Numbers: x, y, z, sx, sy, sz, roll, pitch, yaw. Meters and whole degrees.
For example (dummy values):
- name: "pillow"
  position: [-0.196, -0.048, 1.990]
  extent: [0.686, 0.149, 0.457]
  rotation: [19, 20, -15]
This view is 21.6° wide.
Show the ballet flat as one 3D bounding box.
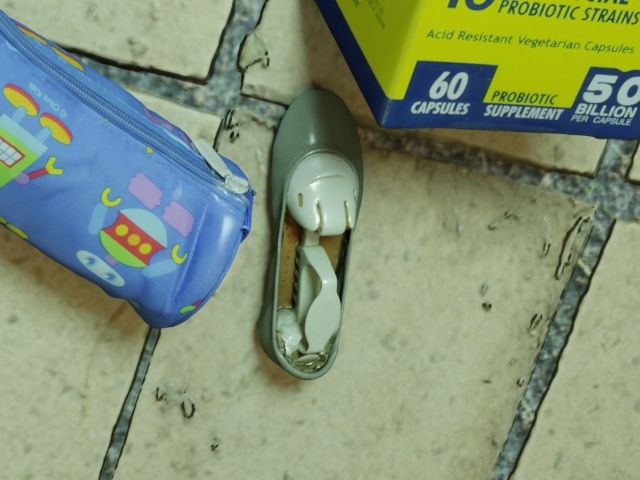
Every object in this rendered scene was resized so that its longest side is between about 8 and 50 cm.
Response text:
- name: "ballet flat"
  position: [0.000, 0.000, 1.203]
  extent: [0.072, 0.068, 0.213]
  rotation: [-1, 110, -21]

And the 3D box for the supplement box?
- name: "supplement box"
  position: [0.142, -0.259, 1.022]
  extent: [0.194, 0.195, 0.356]
  rotation: [1, 130, -22]

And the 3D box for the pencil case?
- name: "pencil case"
  position: [-0.173, -0.064, 1.079]
  extent: [0.133, 0.119, 0.306]
  rotation: [-36, 123, 28]
